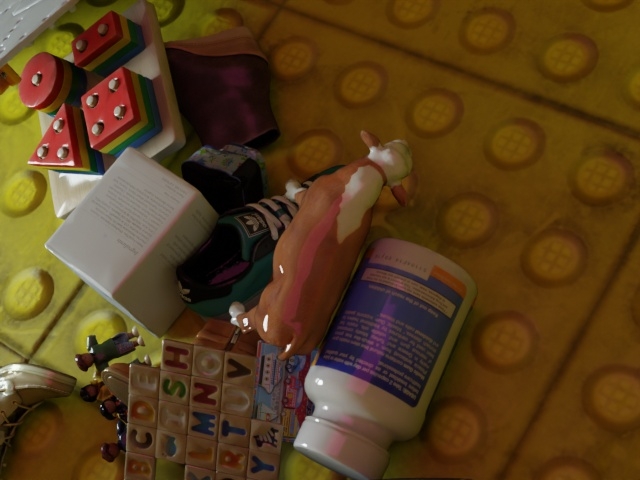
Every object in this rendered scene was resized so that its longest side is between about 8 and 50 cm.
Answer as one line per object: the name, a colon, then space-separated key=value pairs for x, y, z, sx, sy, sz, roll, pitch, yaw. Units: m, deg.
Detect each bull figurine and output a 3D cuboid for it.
bull figurine: x=0.000 y=0.000 z=1.254 sx=0.310 sy=0.101 sz=0.188 roll=-62 pitch=20 yaw=-14

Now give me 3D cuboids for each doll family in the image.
doll family: x=-0.263 y=0.209 z=1.362 sx=0.111 sy=0.076 sz=0.193 roll=-24 pitch=52 yaw=-17

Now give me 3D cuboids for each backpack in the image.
backpack: x=-0.133 y=-0.086 z=1.456 sx=0.114 sy=0.105 sz=0.084 roll=20 pitch=49 yaw=26

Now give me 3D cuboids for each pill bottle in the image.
pill bottle: x=0.073 y=0.147 z=1.236 sx=0.152 sy=0.152 sz=0.272 roll=18 pitch=71 yaw=26

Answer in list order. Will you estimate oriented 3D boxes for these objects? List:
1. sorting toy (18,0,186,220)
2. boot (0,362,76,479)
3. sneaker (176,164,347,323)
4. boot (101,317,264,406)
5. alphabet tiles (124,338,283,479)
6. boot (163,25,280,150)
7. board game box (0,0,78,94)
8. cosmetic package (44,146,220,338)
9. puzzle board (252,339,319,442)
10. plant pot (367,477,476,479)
sorting toy: x=-0.345 y=-0.202 z=1.529 sx=0.255 sy=0.089 sz=0.257 roll=-29 pitch=63 yaw=27
boot: x=-0.427 y=0.253 z=1.387 sx=0.213 sy=0.077 sz=0.165 roll=-8 pitch=61 yaw=31
sneaker: x=-0.062 y=-0.008 z=1.378 sx=0.302 sy=0.121 sz=0.108 roll=-41 pitch=58 yaw=-6
boot: x=-0.169 y=0.161 z=1.327 sx=0.197 sy=0.073 sz=0.152 roll=23 pitch=54 yaw=-6
alphabet tiles: x=-0.142 y=0.239 z=1.242 sx=0.198 sy=0.009 sz=0.237 roll=10 pitch=107 yaw=12
boot: x=-0.189 y=-0.203 z=1.540 sx=0.248 sy=0.090 sz=0.207 roll=-19 pitch=62 yaw=12
board game box: x=-0.423 y=-0.387 z=1.636 sx=0.390 sy=0.050 sz=0.390 roll=-42 pitch=30 yaw=-5
cosmetic package: x=-0.243 y=0.004 z=1.416 sx=0.151 sy=0.151 sz=0.184 roll=33 pitch=77 yaw=30
puzzle board: x=-0.038 y=0.193 z=1.306 sx=0.096 sy=0.011 sz=0.128 roll=9 pitch=64 yaw=-10
plant pot: x=0.049 y=0.354 z=1.128 sx=0.230 sy=0.215 sz=0.215 roll=1 pitch=64 yaw=35
